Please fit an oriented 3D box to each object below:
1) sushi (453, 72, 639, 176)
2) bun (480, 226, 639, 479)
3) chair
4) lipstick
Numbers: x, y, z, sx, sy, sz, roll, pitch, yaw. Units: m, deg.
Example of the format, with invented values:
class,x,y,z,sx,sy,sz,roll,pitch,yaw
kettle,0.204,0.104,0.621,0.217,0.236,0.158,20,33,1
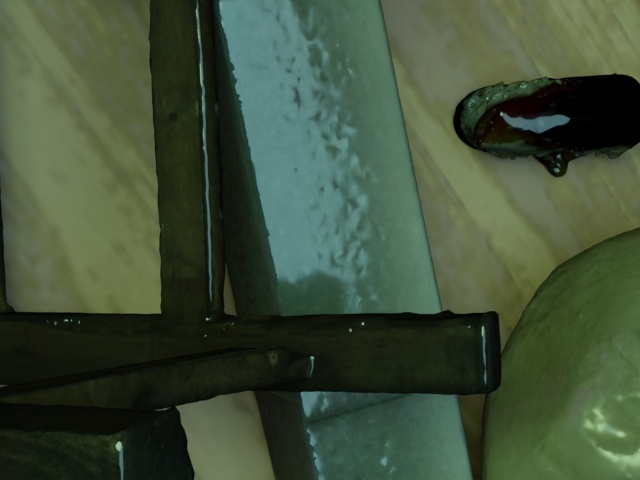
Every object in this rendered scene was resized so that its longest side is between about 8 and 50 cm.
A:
class,x,y,z,sx,sy,sz,roll,pitch,yaw
sushi,0.101,-0.047,0.668,0.083,0.046,0.044,-7,96,-20
bun,0.167,0.087,0.642,0.193,0.128,0.178,45,59,-25
chair,-0.179,-0.033,0.506,0.240,0.416,0.203,-13,101,-64
lipstick,0.000,0.000,0.622,0.068,0.066,0.317,-14,98,-19
